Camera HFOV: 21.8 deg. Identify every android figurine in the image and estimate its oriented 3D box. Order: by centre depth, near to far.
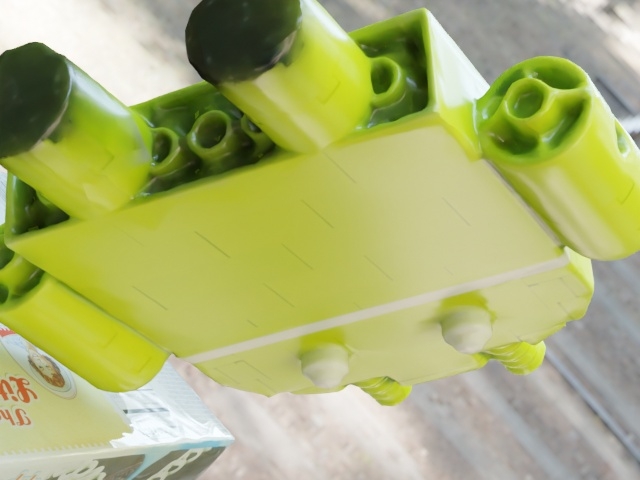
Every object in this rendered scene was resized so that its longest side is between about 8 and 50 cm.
[{"bbox_3d":[0.000,0.000,0.617,0.273,0.248,0.056,45,36,-53],"label":"android figurine"}]

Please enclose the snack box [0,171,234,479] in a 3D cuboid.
[{"bbox_3d":[-0.167,0.037,0.674,0.187,0.060,0.322,48,10,16],"label":"snack box"}]
